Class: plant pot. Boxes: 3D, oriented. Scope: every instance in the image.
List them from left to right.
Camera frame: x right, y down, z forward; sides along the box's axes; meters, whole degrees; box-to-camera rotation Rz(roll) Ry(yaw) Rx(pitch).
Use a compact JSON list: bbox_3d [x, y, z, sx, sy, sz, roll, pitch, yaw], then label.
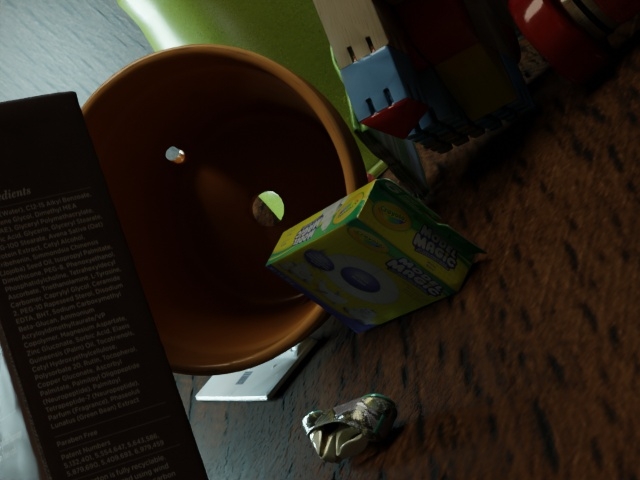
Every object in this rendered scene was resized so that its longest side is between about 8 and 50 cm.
[{"bbox_3d":[-0.079,-0.028,1.462,0.291,0.291,0.203,-45,-11,12],"label":"plant pot"},{"bbox_3d":[-0.040,-0.256,1.882,0.366,0.353,0.366,-45,11,11],"label":"plant pot"}]

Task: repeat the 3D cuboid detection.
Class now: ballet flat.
[{"bbox_3d":[0.014,0.135,1.102,0.041,0.041,0.114,-53,11,-29],"label":"ballet flat"}]

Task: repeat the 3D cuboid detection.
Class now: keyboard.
[{"bbox_3d":[-0.066,0.127,1.525,0.072,0.014,0.256,-56,12,-16],"label":"keyboard"}]

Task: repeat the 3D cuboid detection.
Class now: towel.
[{"bbox_3d":[0.052,-0.111,1.463,0.023,0.152,0.113,-26,58,15],"label":"towel"}]

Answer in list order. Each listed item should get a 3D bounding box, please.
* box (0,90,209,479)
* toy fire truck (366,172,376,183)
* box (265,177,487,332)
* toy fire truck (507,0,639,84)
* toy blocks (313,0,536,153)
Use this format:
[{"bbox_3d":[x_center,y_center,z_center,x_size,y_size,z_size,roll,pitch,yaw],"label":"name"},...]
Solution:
[{"bbox_3d":[-0.235,0.090,1.309,0.143,0.381,0.191,-16,-8,-33],"label":"box"},{"bbox_3d":[0.000,0.000,1.620,0.135,0.047,0.192,-50,10,-14],"label":"toy fire truck"},{"bbox_3d":[0.043,0.013,1.240,0.179,0.105,0.043,-31,27,56],"label":"box"},{"bbox_3d":[0.199,-0.294,1.338,0.169,0.254,0.302,-43,11,23],"label":"toy fire truck"},{"bbox_3d":[0.095,-0.201,1.416,0.190,0.261,0.381,-26,-15,21],"label":"toy blocks"}]
